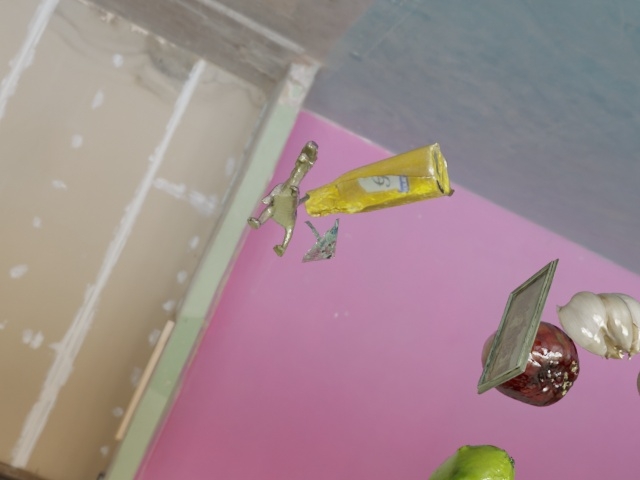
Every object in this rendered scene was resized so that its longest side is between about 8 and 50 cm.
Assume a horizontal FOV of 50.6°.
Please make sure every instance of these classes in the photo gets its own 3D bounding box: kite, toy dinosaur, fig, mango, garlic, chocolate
[{"bbox_3d":[0.000,0.000,1.579,0.011,0.139,0.157,29,162,43],"label":"kite"},{"bbox_3d":[-0.055,-0.068,1.297,0.072,0.200,0.251,23,156,16],"label":"toy dinosaur"},{"bbox_3d":[0.525,0.307,1.712,0.223,0.224,0.263,27,154,-23],"label":"fig"},{"bbox_3d":[0.235,0.396,1.105,0.119,0.178,0.100,19,-144,-51],"label":"mango"},{"bbox_3d":[0.808,0.236,1.879,0.281,0.184,0.203,24,-145,-43],"label":"garlic"},{"bbox_3d":[0.157,-0.146,1.992,0.445,0.162,0.162,-15,155,24],"label":"chocolate"}]

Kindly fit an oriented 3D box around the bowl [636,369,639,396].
[{"bbox_3d":[0.811,0.341,1.528,0.211,0.112,0.212,32,138,34],"label":"bowl"}]

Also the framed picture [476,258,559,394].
[{"bbox_3d":[0.412,0.182,1.426,0.017,0.274,0.217,28,151,1],"label":"framed picture"}]
